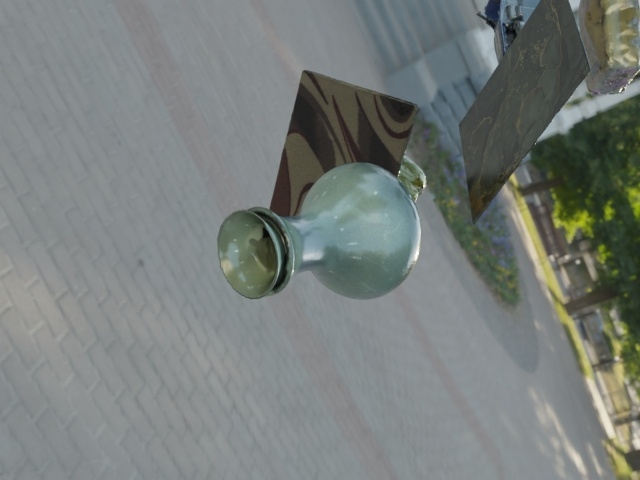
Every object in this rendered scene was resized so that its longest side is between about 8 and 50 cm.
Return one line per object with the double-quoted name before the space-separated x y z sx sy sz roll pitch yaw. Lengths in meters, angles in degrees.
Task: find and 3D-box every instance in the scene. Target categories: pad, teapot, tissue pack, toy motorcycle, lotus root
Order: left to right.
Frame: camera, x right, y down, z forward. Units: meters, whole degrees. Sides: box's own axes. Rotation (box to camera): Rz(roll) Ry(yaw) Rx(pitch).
"teapot" 0.000 0.000 1.065 0.251 0.183 0.183 -13 80 -45
"pad" 0.031 -0.122 1.547 0.004 0.220 0.330 -52 158 -65
"lotus root" 0.118 -0.136 1.634 0.183 0.090 0.077 27 -4 -13
"pad" 0.323 -0.230 1.422 0.007 0.367 0.247 12 51 -15
"toy motorcycle" 0.378 -0.396 1.636 0.212 0.125 0.358 110 -15 -62
"tissue pack" 0.671 -0.487 1.989 0.215 0.123 0.256 36 54 -80
